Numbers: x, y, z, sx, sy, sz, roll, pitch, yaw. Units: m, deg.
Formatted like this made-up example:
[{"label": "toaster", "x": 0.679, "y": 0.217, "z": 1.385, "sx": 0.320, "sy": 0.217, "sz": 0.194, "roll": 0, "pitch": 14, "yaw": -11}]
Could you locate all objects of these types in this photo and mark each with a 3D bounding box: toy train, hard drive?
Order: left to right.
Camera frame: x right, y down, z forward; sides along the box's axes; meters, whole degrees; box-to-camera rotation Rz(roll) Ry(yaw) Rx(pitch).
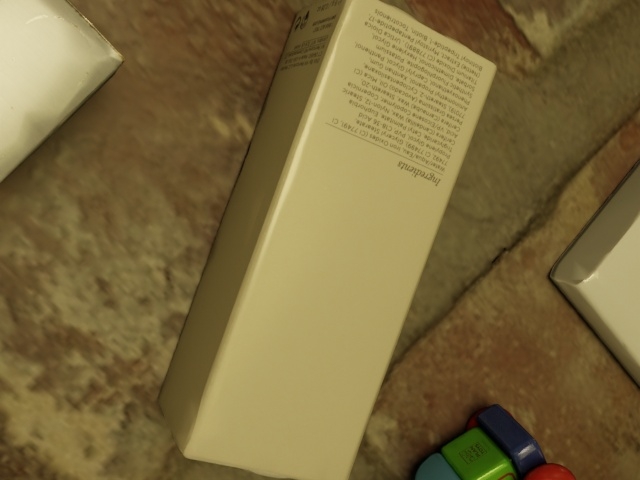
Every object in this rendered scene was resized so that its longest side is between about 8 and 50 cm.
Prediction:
[{"label": "toy train", "x": 0.142, "y": 0.263, "z": 0.546, "sx": 0.143, "sy": 0.105, "sz": 0.248, "roll": -29, "pitch": 110, "yaw": -5}, {"label": "hard drive", "x": 0.379, "y": 0.061, "z": 0.637, "sx": 0.233, "sy": 0.047, "sz": 0.353, "roll": -48, "pitch": 114, "yaw": -9}]

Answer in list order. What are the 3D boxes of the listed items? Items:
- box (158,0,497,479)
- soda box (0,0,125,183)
[{"label": "box", "x": 0.000, "y": 0.000, "z": 0.437, "sx": 0.113, "sy": 0.094, "sz": 0.275, "roll": 21, "pitch": 91, "yaw": -25}, {"label": "soda box", "x": -0.230, "y": -0.153, "z": 0.312, "sx": 0.098, "sy": 0.091, "sz": 0.286, "roll": -48, "pitch": 114, "yaw": -10}]
